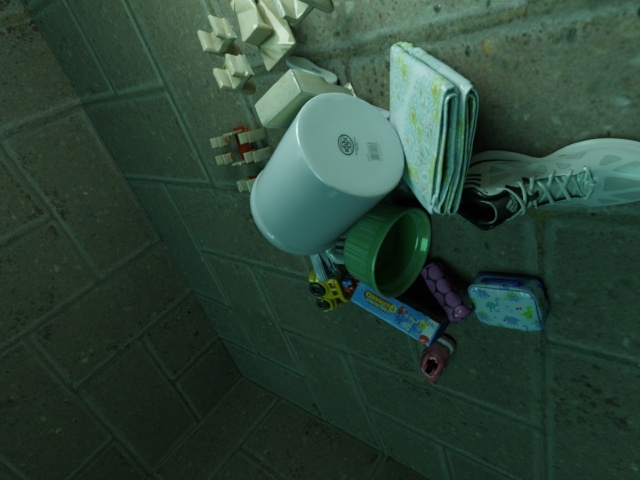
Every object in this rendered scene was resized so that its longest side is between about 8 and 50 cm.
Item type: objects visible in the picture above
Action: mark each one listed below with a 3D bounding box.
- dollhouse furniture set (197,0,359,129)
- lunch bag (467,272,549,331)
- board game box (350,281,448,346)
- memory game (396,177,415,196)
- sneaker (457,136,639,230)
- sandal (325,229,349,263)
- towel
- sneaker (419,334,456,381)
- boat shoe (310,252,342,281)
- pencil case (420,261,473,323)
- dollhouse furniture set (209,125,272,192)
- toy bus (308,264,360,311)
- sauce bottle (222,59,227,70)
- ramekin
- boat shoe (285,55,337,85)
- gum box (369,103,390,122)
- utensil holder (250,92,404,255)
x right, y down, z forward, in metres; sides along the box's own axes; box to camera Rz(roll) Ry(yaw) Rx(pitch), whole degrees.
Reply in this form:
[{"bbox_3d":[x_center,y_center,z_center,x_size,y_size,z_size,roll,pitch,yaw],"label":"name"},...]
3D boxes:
[{"bbox_3d":[-0.091,-0.523,1.176,0.362,0.256,0.395,-30,78,38],"label":"dollhouse furniture set"},{"bbox_3d":[0.586,0.188,1.309,0.218,0.090,0.176,0,125,47],"label":"lunch bag"},{"bbox_3d":[0.300,0.248,1.511,0.301,0.086,0.308,29,-174,23],"label":"board game box"},{"bbox_3d":[0.258,-0.174,1.271,0.186,0.012,0.186,30,179,1],"label":"memory game"},{"bbox_3d":[0.509,-0.099,0.957,0.447,0.257,0.169,5,128,43],"label":"sneaker"},{"bbox_3d":[0.007,-0.109,1.455,0.102,0.169,0.417,130,127,-67],"label":"sandal"},{"bbox_3d":[0.258,-0.279,1.032,0.375,0.090,0.321,-109,11,-51],"label":"towel"},{"bbox_3d":[0.453,0.512,1.732,0.115,0.136,0.314,30,142,24],"label":"sneaker"},{"bbox_3d":[0.000,0.000,1.721,0.121,0.119,0.336,-59,-50,-83],"label":"boat shoe"},{"bbox_3d":[0.425,0.172,1.410,0.095,0.098,0.209,-52,54,42],"label":"pencil case"},{"bbox_3d":[-0.298,-0.337,1.719,0.261,0.135,0.259,5,117,43],"label":"dollhouse furniture set"},{"bbox_3d":[0.080,0.204,1.834,0.211,0.149,0.220,-1,128,28],"label":"toy bus"},{"bbox_3d":[-0.321,-0.634,1.486,0.042,0.042,0.128,44,147,3],"label":"sauce bottle"},{"bbox_3d":[0.214,0.021,1.364,0.148,0.303,0.304,25,141,41],"label":"ramekin"},{"bbox_3d":[-0.031,-0.509,1.296,0.184,0.066,0.063,27,141,10],"label":"boat shoe"},{"bbox_3d":[0.129,-0.354,1.273,0.188,0.062,0.107,29,142,24],"label":"gum box"},{"bbox_3d":[0.003,-0.172,1.183,0.328,0.327,0.385,47,149,0],"label":"utensil holder"}]
